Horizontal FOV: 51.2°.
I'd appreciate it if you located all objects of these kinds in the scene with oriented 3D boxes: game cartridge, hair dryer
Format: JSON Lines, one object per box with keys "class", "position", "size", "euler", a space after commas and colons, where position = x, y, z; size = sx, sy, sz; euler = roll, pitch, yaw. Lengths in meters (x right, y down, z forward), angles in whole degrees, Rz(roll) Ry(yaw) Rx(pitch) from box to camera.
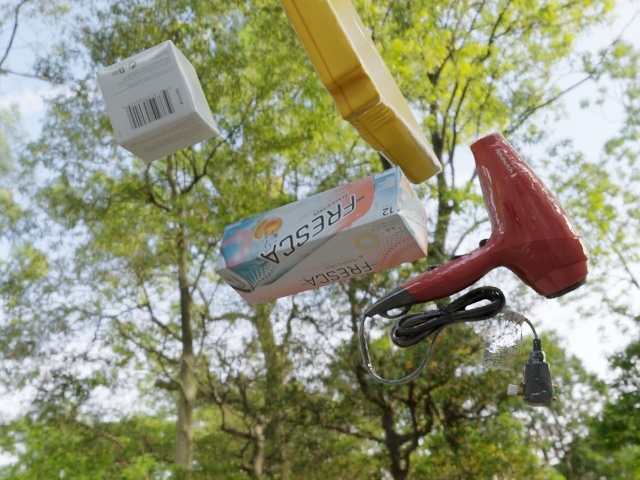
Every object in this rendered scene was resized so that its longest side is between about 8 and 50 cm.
{"class": "game cartridge", "position": [0.021, -0.214, 0.719], "size": [0.052, 0.285, 0.323], "euler": [-30, -16, 16]}
{"class": "hair dryer", "position": [0.175, 0.024, 0.710], "size": [0.223, 0.293, 0.080], "euler": [14, -10, -6]}

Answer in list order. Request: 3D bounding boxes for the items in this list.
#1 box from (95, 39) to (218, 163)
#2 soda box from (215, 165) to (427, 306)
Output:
{"class": "box", "position": [-0.194, -0.163, 0.801], "size": [0.101, 0.102, 0.087], "euler": [-22, -12, 6]}
{"class": "soda box", "position": [0.000, 0.000, 0.591], "size": [0.183, 0.058, 0.063], "euler": [-18, -46, 25]}
